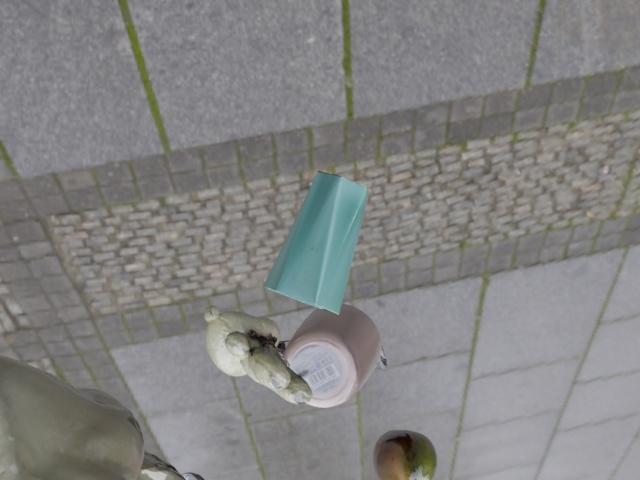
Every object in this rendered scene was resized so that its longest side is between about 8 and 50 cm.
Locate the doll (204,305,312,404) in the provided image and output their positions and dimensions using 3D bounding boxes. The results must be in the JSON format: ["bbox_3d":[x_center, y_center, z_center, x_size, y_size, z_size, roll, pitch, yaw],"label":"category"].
[{"bbox_3d":[-0.111,0.222,1.745,0.149,0.278,0.175,-25,123,-26],"label":"doll"}]

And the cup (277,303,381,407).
[{"bbox_3d":[-0.010,0.251,1.949,0.252,0.192,0.200,0,-170,15],"label":"cup"}]

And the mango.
[{"bbox_3d":[0.175,0.454,1.838,0.111,0.133,0.267,21,169,-9],"label":"mango"}]

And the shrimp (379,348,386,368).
[{"bbox_3d":[0.052,0.295,2.173,0.198,0.051,0.262,22,130,-7],"label":"shrimp"}]

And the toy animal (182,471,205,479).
[{"bbox_3d":[-0.185,0.305,1.143,0.084,0.028,0.050,6,170,13],"label":"toy animal"}]

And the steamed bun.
[{"bbox_3d":[-0.268,0.321,0.944,0.255,0.368,0.342,5,137,-46],"label":"steamed bun"}]

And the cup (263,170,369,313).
[{"bbox_3d":[0.000,0.000,1.641,0.148,0.236,0.134,18,173,5],"label":"cup"}]
